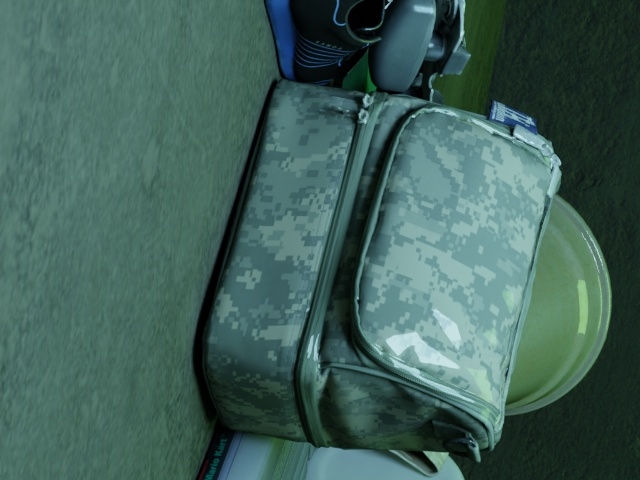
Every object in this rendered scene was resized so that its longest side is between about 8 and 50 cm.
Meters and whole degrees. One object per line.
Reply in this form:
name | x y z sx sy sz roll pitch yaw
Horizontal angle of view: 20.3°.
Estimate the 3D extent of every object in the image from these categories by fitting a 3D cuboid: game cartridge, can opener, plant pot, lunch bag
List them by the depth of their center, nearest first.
lunch bag | 0.058 0.026 1.535 0.212 0.256 0.305 85 18 -61
can opener | 0.061 -0.135 1.634 0.283 0.095 0.076 119 -32 -51
game cartridge | -0.068 0.244 1.665 0.355 0.068 0.230 -70 163 -45
plant pot | 0.168 0.094 2.255 0.305 0.334 0.333 -21 123 -65

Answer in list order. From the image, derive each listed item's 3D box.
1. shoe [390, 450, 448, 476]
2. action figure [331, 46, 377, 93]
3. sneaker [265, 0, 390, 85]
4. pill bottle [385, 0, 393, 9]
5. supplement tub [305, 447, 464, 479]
shoe | 0.072 0.198 2.076 0.076 0.219 0.058 -26 -146 44
action figure | 0.032 -0.149 1.766 0.232 0.064 0.137 80 21 -57
sneaker | 0.014 -0.183 1.521 0.232 0.090 0.081 61 41 -76
pill bottle | 0.060 -0.289 1.621 0.108 0.108 0.180 32 70 -80
supplement tub | 0.060 0.416 2.192 0.207 0.207 0.338 -65 164 -55
